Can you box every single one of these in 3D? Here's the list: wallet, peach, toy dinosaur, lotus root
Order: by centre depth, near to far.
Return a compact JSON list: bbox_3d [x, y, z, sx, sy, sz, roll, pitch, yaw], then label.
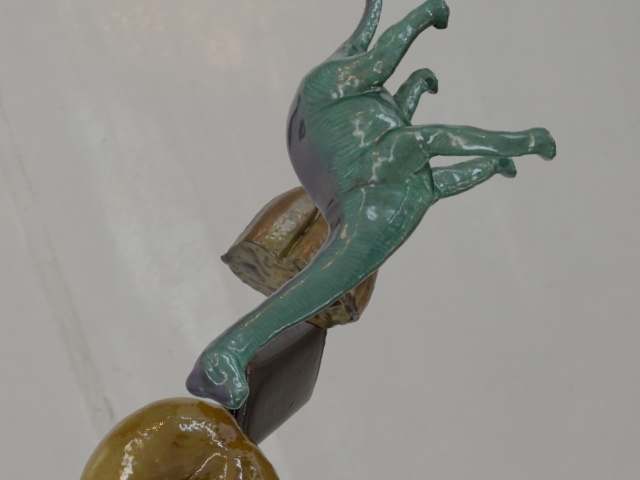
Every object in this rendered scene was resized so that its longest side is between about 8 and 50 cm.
[{"bbox_3d":[-0.015,-0.064,0.949,0.331,0.129,0.383,-24,47,-12],"label":"toy dinosaur"},{"bbox_3d":[-0.172,0.315,1.400,0.251,0.153,0.251,4,62,-7],"label":"peach"},{"bbox_3d":[-0.001,-0.001,1.564,0.188,0.199,0.180,37,68,-13],"label":"lotus root"},{"bbox_3d":[-0.067,0.209,1.734,0.229,0.049,0.182,-28,132,-54],"label":"wallet"}]
